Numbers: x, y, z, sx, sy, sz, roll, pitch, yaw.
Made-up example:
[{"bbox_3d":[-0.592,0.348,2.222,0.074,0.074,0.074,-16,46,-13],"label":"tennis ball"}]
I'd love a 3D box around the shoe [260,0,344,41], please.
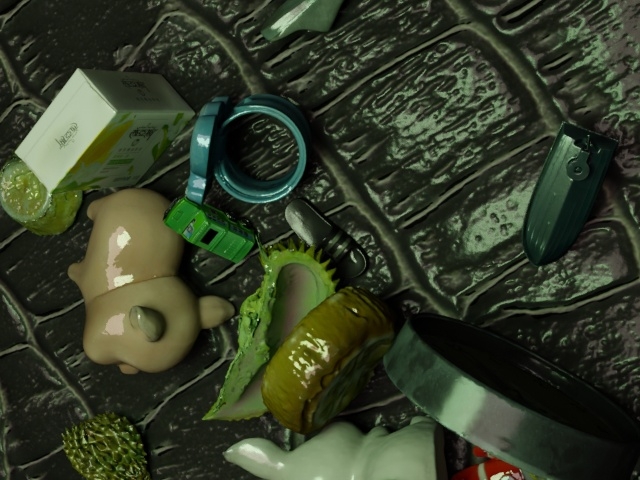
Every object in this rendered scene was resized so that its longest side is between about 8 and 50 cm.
[{"bbox_3d":[-0.008,-0.382,1.762,0.195,0.079,0.078,-33,117,16],"label":"shoe"}]

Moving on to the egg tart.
[{"bbox_3d":[-0.537,-0.100,2.019,0.197,0.078,0.197,3,97,22],"label":"egg tart"}]

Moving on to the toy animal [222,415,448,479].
[{"bbox_3d":[0.032,0.400,1.720,0.367,0.241,0.196,-6,91,24],"label":"toy animal"}]

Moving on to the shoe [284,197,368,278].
[{"bbox_3d":[0.000,0.000,1.799,0.179,0.049,0.071,45,112,14],"label":"shoe"}]

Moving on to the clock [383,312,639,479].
[{"bbox_3d":[0.277,0.221,1.518,0.386,0.386,0.076,29,101,19],"label":"clock"}]

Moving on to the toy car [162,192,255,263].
[{"bbox_3d":[-0.189,-0.019,1.828,0.071,0.165,0.062,-50,36,20],"label":"toy car"}]

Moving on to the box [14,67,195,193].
[{"bbox_3d":[-0.365,-0.188,1.830,0.111,0.260,0.194,49,112,13],"label":"box"}]

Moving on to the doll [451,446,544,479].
[{"bbox_3d":[0.326,0.369,1.677,0.245,0.076,0.142,-29,84,28],"label":"doll"}]

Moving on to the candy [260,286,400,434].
[{"bbox_3d":[0.018,0.194,1.701,0.118,0.260,0.260,40,110,24],"label":"candy"}]

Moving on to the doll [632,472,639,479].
[{"bbox_3d":[0.446,0.450,1.634,0.091,0.067,0.219,38,111,12],"label":"doll"}]

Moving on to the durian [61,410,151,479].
[{"bbox_3d":[-0.399,0.376,1.981,0.186,0.119,0.108,35,112,19],"label":"durian"}]

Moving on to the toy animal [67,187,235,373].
[{"bbox_3d":[-0.316,0.075,1.875,0.269,0.237,0.326,18,100,34],"label":"toy animal"}]

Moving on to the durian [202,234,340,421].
[{"bbox_3d":[-0.073,0.151,1.782,0.157,0.169,0.355,25,111,19],"label":"durian"}]

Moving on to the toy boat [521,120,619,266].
[{"bbox_3d":[0.368,-0.064,1.613,0.093,0.103,0.246,20,117,7],"label":"toy boat"}]

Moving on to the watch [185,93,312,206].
[{"bbox_3d":[-0.116,-0.147,1.784,0.193,0.211,0.211,11,100,2],"label":"watch"}]
